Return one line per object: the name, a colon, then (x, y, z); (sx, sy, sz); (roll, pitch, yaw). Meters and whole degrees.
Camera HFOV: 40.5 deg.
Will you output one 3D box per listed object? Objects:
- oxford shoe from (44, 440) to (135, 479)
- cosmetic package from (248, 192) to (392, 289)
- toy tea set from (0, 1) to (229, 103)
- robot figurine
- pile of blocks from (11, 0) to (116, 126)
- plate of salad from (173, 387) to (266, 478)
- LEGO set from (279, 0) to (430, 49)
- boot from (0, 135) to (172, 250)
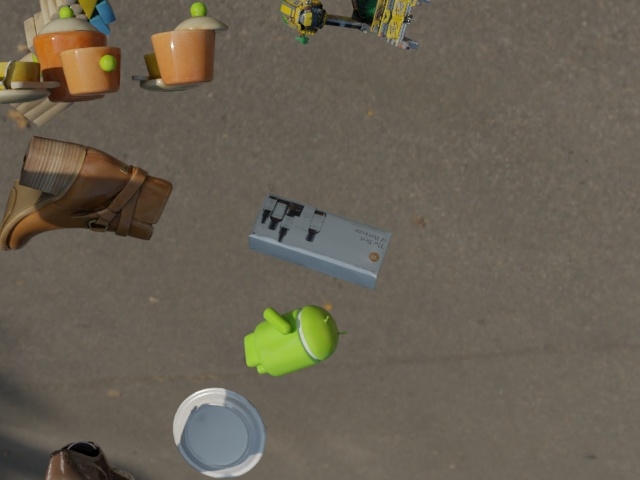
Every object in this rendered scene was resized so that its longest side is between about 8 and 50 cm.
oxford shoe: (-0.402, 0.425, 1.562); (0.130, 0.133, 0.364); (-10, 168, -4)
cosmetic package: (0.000, 0.000, 1.550); (0.239, 0.099, 0.060); (17, 157, 7)
toy tea set: (-0.259, -0.245, 1.080); (0.336, 0.200, 0.124); (-3, 98, 18)
robot figurine: (-0.030, 0.115, 0.993); (0.115, 0.067, 0.101); (-22, 143, 20)
pile of blocks: (-0.452, -0.376, 1.543); (0.149, 0.113, 0.362); (15, 127, -37)
plate of salad: (-0.208, 0.398, 1.803); (0.200, 0.048, 0.200); (2, 102, 10)
LEGO set: (0.087, -0.474, 1.494); (0.255, 0.192, 0.331); (9, 111, -36)
boot: (-0.372, -0.047, 1.359); (0.220, 0.109, 0.283); (17, 137, -24)
